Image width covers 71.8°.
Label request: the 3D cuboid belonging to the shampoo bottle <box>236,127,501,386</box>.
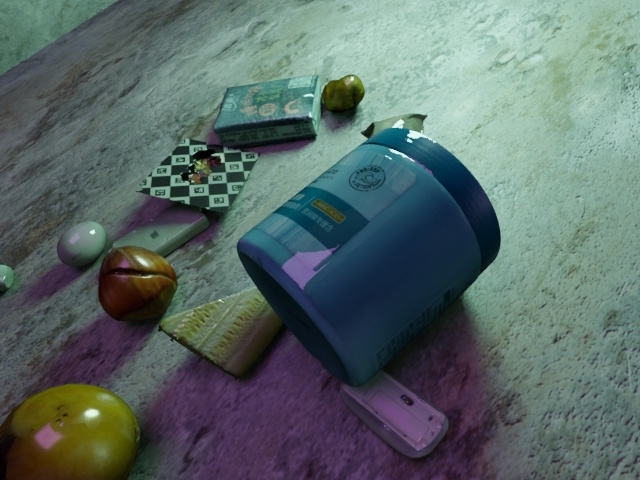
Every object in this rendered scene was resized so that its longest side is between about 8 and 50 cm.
[{"bbox_3d":[0.078,0.030,0.797,0.343,0.331,0.331,-39,52,-16],"label":"shampoo bottle"}]

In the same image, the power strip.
[{"bbox_3d":[-0.425,-0.013,1.176,0.271,0.046,0.118,-36,54,-14],"label":"power strip"}]

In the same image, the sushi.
[{"bbox_3d":[-0.334,-0.176,1.258,0.264,0.050,0.289,13,44,7],"label":"sushi"}]

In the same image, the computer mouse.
[{"bbox_3d":[0.123,0.287,0.764,0.102,0.044,0.199,-40,45,-25],"label":"computer mouse"}]

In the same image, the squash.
[{"bbox_3d":[-0.169,0.124,0.935,0.203,0.111,0.288,36,68,-8],"label":"squash"}]

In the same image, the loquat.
[{"bbox_3d":[-0.434,0.363,0.760,0.235,0.235,0.234,-9,51,11],"label":"loquat"}]

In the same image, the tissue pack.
[{"bbox_3d":[-0.157,-0.404,1.369,0.316,0.103,0.227,-4,50,13],"label":"tissue pack"}]

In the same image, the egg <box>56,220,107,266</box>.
[{"bbox_3d":[-0.638,0.009,1.186,0.103,0.103,0.135,19,59,29],"label":"egg"}]

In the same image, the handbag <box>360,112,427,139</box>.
[{"bbox_3d":[0.176,-0.218,1.114,0.183,0.117,0.270,-7,51,23],"label":"handbag"}]

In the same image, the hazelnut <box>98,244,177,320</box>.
[{"bbox_3d":[-0.417,0.094,1.014,0.182,0.182,0.182,-9,51,11],"label":"hazelnut"}]

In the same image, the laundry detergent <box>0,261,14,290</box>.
[{"bbox_3d":[-0.975,0.111,1.224,0.290,0.094,0.143,-5,45,10],"label":"laundry detergent"}]

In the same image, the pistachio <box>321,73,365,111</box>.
[{"bbox_3d":[0.072,-0.437,1.327,0.110,0.100,0.189,-4,8,-22],"label":"pistachio"}]
